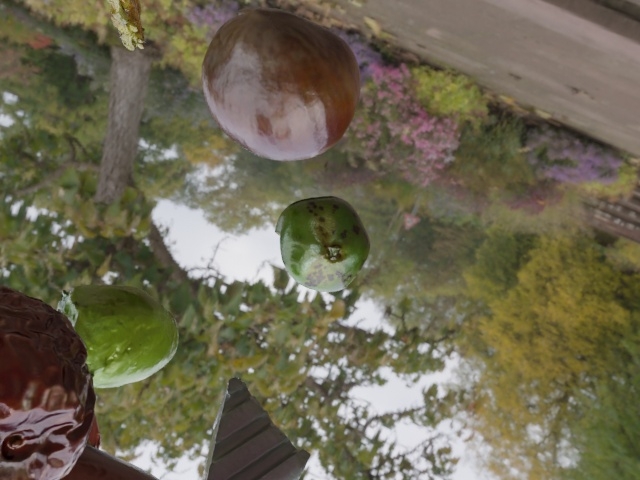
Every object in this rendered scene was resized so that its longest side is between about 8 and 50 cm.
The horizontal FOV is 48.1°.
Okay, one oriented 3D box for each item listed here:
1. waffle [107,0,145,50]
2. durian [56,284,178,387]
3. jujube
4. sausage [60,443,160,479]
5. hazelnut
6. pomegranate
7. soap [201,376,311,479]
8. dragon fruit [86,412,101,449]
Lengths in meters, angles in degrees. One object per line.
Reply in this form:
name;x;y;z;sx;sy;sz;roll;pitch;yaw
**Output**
waffle;-0.307;-0.411;1.061;0.058;0.238;0.243;-10;-133;-8
durian;-0.415;0.189;1.438;0.255;0.204;0.339;-12;174;41
jujube;-0.343;0.152;0.751;0.213;0.213;0.232;8;-164;-47
sausage;-0.308;0.352;0.937;0.279;0.152;0.152;35;-175;-31
hazelnut;-0.095;-0.393;1.738;0.409;0.359;0.359;34;-163;26
pomegranate;0.005;-0.010;1.074;0.143;0.122;0.169;20;-155;-8
soap;-0.214;0.467;1.456;0.302;0.159;0.258;-26;-117;-36
dragon fruit;-0.603;0.431;1.575;0.252;0.241;0.241;42;-163;11
